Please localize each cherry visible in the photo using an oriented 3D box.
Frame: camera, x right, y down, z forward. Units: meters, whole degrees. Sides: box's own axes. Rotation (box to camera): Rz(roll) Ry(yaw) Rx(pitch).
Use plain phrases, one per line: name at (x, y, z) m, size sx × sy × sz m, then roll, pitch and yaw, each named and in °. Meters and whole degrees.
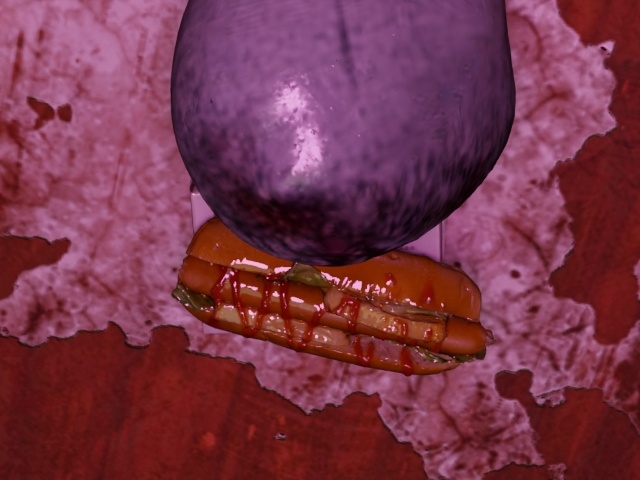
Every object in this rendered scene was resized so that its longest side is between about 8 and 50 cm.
cherry at (0.019, -0.117, 1.184) m, size 0.218 × 0.296 × 0.255 m, roll 3°, pitch 127°, yaw 35°

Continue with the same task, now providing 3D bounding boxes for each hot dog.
hot dog at (0.014, 0.049, 1.296) m, size 0.250 × 0.076 × 0.104 m, roll 16°, pitch 121°, yaw -3°

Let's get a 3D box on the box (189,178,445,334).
box at (0.000, 0.000, 1.354) m, size 0.199 × 0.081 × 0.135 m, roll -1°, pitch 121°, yaw 2°
